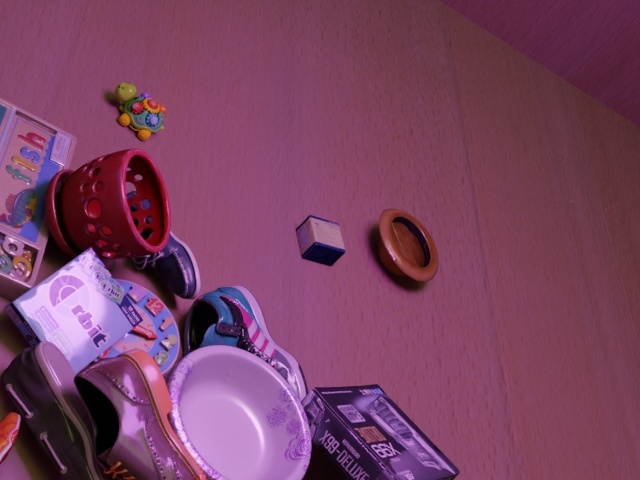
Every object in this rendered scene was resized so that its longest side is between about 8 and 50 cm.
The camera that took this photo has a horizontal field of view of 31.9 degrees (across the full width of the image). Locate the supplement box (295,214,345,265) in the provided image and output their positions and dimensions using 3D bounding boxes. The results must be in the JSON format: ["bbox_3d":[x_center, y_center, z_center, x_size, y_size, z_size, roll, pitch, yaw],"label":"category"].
[{"bbox_3d":[0.000,0.000,2.462,0.083,0.056,0.083,16,45,-34],"label":"supplement box"}]

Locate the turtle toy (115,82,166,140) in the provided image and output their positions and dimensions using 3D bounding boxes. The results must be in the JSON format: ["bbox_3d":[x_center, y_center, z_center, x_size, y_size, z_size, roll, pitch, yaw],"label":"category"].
[{"bbox_3d":[-0.378,-0.277,2.348,0.130,0.066,0.095,38,36,-11],"label":"turtle toy"}]

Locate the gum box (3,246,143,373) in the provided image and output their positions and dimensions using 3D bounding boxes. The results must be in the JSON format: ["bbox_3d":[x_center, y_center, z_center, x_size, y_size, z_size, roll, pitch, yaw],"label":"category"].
[{"bbox_3d":[-0.411,0.124,1.879,0.157,0.041,0.184,55,48,-7],"label":"gum box"}]

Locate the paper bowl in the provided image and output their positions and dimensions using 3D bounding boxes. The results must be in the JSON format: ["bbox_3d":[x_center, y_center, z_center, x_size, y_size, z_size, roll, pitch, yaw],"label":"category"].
[{"bbox_3d":[-0.167,0.331,1.886,0.284,0.148,0.284,25,42,-25],"label":"paper bowl"}]

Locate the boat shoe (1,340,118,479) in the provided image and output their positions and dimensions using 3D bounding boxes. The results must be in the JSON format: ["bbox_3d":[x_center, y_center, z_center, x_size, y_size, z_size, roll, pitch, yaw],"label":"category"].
[{"bbox_3d":[-0.389,0.319,1.748,0.335,0.095,0.112,60,12,13],"label":"boat shoe"}]

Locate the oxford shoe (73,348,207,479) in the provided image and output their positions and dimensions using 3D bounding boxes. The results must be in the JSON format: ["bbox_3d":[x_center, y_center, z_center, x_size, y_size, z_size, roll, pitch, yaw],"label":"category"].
[{"bbox_3d":[-0.272,0.350,1.699,0.132,0.130,0.364,-12,71,-47],"label":"oxford shoe"}]

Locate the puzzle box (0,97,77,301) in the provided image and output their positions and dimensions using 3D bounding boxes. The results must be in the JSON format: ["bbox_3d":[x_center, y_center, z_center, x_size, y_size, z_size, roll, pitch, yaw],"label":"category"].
[{"bbox_3d":[-0.595,-0.103,1.973,0.272,0.052,0.409,27,40,-23],"label":"puzzle box"}]

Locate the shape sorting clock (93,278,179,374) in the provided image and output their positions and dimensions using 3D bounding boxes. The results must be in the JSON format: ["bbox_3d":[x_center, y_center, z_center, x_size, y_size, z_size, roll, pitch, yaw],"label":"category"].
[{"bbox_3d":[-0.341,0.155,1.981,0.206,0.040,0.206,27,39,-24],"label":"shape sorting clock"}]

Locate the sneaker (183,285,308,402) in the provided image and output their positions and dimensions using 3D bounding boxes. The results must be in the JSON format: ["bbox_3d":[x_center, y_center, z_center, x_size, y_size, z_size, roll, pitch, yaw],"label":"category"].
[{"bbox_3d":[-0.152,0.206,2.044,0.178,0.124,0.295,-1,48,-51],"label":"sneaker"}]

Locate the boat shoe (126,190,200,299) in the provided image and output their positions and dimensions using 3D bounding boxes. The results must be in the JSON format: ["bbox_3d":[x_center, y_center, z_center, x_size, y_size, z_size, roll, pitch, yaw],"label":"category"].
[{"bbox_3d":[-0.312,0.008,2.108,0.079,0.095,0.254,-5,58,-49],"label":"boat shoe"}]

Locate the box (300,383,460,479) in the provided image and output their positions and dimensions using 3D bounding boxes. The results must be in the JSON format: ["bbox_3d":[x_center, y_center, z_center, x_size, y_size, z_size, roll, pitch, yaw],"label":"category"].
[{"bbox_3d":[0.105,0.377,2.057,0.242,0.076,0.307,45,13,23],"label":"box"}]

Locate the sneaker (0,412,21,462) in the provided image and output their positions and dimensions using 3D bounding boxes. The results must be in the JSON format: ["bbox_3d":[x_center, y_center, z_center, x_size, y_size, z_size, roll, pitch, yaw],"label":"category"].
[{"bbox_3d":[-0.496,0.311,1.656,0.067,0.064,0.175,30,34,-4],"label":"sneaker"}]

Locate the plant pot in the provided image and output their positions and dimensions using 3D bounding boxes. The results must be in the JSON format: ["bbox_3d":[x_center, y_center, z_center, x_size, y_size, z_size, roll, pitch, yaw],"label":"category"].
[{"bbox_3d":[-0.382,-0.054,1.996,0.191,0.174,0.191,-12,90,-76],"label":"plant pot"}]

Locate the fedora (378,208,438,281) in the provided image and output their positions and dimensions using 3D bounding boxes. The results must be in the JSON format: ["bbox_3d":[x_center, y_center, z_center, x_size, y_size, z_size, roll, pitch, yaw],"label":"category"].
[{"bbox_3d":[0.189,0.021,2.611,0.194,0.079,0.194,27,45,-30],"label":"fedora"}]
